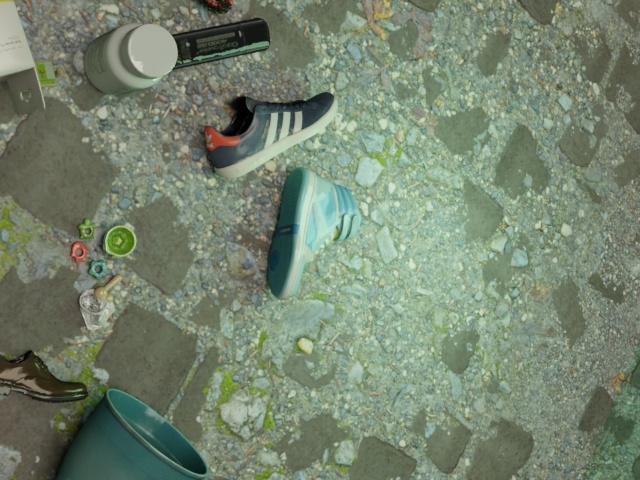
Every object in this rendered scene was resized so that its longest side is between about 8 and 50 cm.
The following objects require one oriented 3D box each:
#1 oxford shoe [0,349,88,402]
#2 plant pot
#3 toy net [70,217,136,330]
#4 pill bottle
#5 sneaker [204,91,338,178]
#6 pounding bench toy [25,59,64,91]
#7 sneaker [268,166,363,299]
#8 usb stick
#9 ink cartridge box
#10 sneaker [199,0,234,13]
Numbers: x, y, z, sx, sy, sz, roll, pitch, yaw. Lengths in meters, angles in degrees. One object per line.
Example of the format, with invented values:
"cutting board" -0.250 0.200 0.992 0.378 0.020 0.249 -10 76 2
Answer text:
"oxford shoe" -0.572 0.275 1.712 0.227 0.083 0.096 20 78 -33
"plant pot" -0.413 0.489 1.733 0.272 0.272 0.255 42 86 -27
"toy net" -0.470 0.076 1.786 0.122 0.045 0.232 13 86 -33
"pill bottle" -0.381 -0.369 1.710 0.131 0.229 0.131 -2 94 -33
"sneaker" -0.113 -0.284 1.944 0.350 0.131 0.148 -36 115 -26
"pounding bench toy" -0.565 -0.330 1.699 0.083 0.065 0.052 -27 109 -61
"sneaker" 0.000 0.000 2.036 0.208 0.127 0.318 15 85 -31
"usb stick" -0.235 -0.444 1.910 0.278 0.045 0.077 -20 110 -30
"ink cartridge box" -0.638 -0.393 1.557 0.119 0.207 0.353 -23 104 -32
"sneaker" -0.281 -0.597 1.861 0.225 0.088 0.092 35 54 -29
